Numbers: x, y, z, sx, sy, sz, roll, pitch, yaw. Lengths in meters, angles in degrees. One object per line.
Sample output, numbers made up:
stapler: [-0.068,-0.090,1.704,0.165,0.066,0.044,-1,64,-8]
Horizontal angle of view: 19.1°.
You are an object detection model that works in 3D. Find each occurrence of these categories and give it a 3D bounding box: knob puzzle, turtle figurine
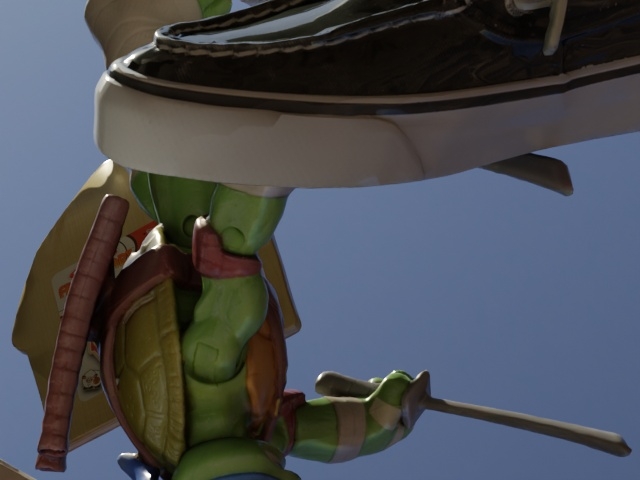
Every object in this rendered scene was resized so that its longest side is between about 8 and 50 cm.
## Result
knob puzzle: [-0.108,0.024,1.206,0.213,0.030,0.213,-14,-126,21]
turtle figurine: [0.000,0.000,0.848,0.274,0.198,0.266,-37,-130,19]

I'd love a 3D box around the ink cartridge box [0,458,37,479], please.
ink cartridge box: [-0.161,0.146,0.545,0.086,0.148,0.203,29,-106,0]

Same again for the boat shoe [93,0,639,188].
boat shoe: [0.066,-0.089,0.680,0.306,0.105,0.113,-8,-159,-15]

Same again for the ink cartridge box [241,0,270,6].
ink cartridge box: [0.062,-0.216,1.212,0.212,0.093,0.154,4,-97,41]
